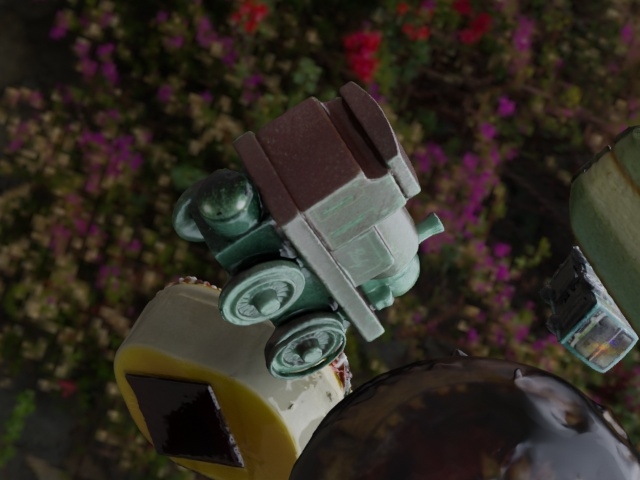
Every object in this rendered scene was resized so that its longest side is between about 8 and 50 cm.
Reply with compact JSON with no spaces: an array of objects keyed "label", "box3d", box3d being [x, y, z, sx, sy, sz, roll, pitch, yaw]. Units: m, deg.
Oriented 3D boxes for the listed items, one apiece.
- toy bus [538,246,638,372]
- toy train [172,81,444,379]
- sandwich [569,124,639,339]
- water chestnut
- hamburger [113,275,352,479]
[{"label":"toy bus","box3d":[0.358,0.086,1.894,0.091,0.109,0.261,-49,-172,18]},{"label":"toy train","box3d":[0.000,0.000,1.346,0.221,0.304,0.150,-32,-122,2]},{"label":"sandwich","box3d":[0.319,0.038,1.086,0.155,0.227,0.198,132,-38,-53]},{"label":"water chestnut","box3d":[0.103,0.227,0.973,0.300,0.300,0.300,-161,-90,-76]},{"label":"hamburger","box3d":[-0.092,0.163,1.579,0.151,0.295,0.227,-40,135,-43]}]
